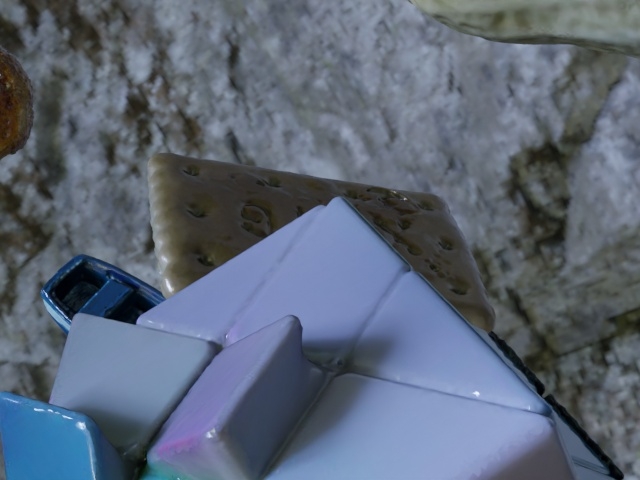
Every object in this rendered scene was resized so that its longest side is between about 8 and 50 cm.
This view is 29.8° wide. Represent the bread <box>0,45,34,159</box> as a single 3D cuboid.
[{"bbox_3d":[-0.422,-0.152,1.369,0.193,0.193,0.064,64,174,0],"label":"bread"}]

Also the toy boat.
[{"bbox_3d":[-0.168,0.127,1.294,0.299,0.062,0.096,34,-125,13],"label":"toy boat"}]

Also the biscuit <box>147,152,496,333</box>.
[{"bbox_3d":[0.000,0.000,1.134,0.324,0.044,0.217,8,-146,-18],"label":"biscuit"}]

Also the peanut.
[{"bbox_3d":[0.208,-0.236,1.022,0.152,0.313,0.152,10,-90,-72],"label":"peanut"}]

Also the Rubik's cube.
[{"bbox_3d":[0.007,0.195,0.737,0.358,0.368,0.387,61,174,-34],"label":"Rubik's cube"}]
